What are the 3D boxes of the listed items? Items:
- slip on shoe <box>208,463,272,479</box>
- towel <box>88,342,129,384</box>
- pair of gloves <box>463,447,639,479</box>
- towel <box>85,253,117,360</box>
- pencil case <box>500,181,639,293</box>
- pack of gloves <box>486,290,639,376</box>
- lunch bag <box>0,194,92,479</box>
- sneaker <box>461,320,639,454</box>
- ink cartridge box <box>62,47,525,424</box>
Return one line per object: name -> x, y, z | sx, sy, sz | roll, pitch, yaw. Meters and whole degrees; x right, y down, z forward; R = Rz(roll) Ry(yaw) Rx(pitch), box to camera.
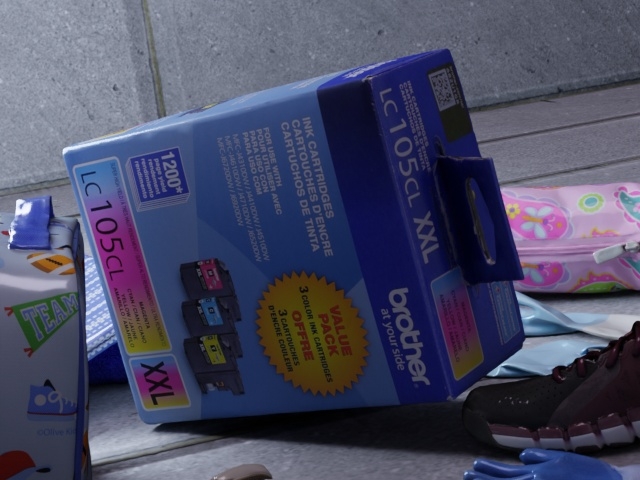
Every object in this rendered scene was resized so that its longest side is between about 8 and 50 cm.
slip on shoe -> -0.080, 0.197, 1.007 | 0.135, 0.051, 0.041 | -9, 48, -50
towel -> -0.112, 0.080, 1.502 | 0.308, 0.076, 0.227 | -7, 11, 5
pair of gloves -> 0.171, 0.179, 0.962 | 0.159, 0.023, 0.198 | -5, 11, 13
towel -> -0.307, 0.100, 1.455 | 0.243, 0.040, 0.336 | -35, 23, -19
pencil case -> 0.243, 0.002, 1.532 | 0.284, 0.124, 0.124 | -2, 13, 18
pack of gloves -> 0.214, 0.082, 1.348 | 0.232, 0.046, 0.195 | 0, 13, 36
lunch bag -> -0.230, 0.094, 1.078 | 0.115, 0.243, 0.303 | 0, 9, -11
sneaker -> 0.243, 0.070, 1.090 | 0.281, 0.163, 0.106 | -6, 12, 10
ink cartridge box -> 0.000, 0.000, 1.203 | 0.395, 0.270, 0.151 | -10, 10, 34
